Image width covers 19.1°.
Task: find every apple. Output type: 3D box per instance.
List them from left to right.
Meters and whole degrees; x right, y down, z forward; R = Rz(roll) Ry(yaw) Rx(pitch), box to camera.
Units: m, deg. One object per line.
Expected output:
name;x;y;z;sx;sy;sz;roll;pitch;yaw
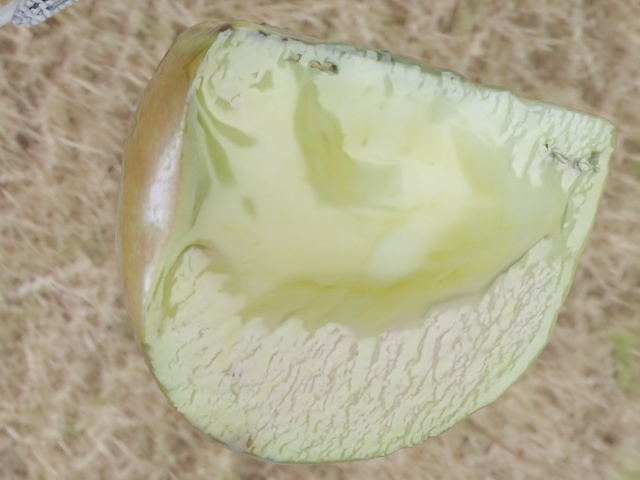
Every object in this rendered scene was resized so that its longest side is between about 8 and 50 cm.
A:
apple;0.000;0.000;0.840;0.265;0.120;0.193;8;108;-43

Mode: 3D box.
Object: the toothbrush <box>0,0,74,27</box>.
toothbrush;-0.259;-0.079;1.085;0.354;0.029;0.024;-25;116;29
